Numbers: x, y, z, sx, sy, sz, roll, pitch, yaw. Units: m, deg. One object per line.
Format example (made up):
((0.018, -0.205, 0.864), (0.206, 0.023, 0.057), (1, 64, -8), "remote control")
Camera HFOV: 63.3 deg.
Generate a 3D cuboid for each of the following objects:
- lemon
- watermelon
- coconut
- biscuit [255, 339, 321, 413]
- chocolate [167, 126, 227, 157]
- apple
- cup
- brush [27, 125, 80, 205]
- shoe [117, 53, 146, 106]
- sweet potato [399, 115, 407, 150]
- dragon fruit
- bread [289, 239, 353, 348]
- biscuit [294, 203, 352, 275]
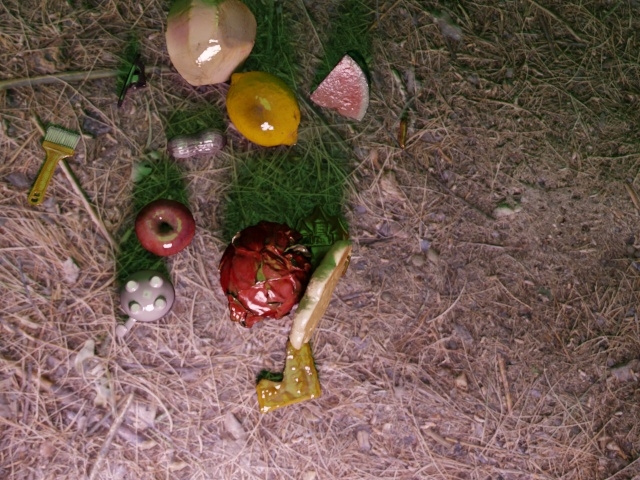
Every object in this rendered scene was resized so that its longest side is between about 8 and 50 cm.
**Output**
((-0.156, -0.364, 1.443), (0.256, 0.188, 0.188), (45, 73, -9), "lemon")
((0.080, -0.459, 1.543), (0.202, 0.207, 0.136), (-44, 67, -1), "watermelon")
((-0.306, -0.551, 1.415), (0.259, 0.259, 0.259), (2, 81, -14), "coconut")
((-0.097, 0.369, 1.419), (0.183, 0.039, 0.174), (-16, 87, -18), "biscuit")
((-0.341, -0.271, 1.441), (0.167, 0.072, 0.072), (-14, 85, -14), "chocolate")
((-0.406, -0.034, 1.361), (0.153, 0.120, 0.153), (2, 78, -9), "apple")
((-0.454, 0.148, 1.306), (0.173, 0.142, 0.134), (-26, 89, -17), "cup")
((-0.710, -0.192, 1.362), (0.083, 0.010, 0.218), (19, 78, -12), "brush")
((-0.510, -0.431, 1.429), (0.053, 0.062, 0.159), (24, 75, -23), "shoe")
((0.260, -0.340, 1.635), (0.026, 0.026, 0.115), (8, 82, -13), "sweet potato")
((-0.147, 0.089, 1.349), (0.244, 0.244, 0.298), (26, 92, -10), "dragon fruit")
((-0.001, 0.136, 1.351), (0.054, 0.316, 0.316), (26, 75, 8), "bread")
((0.001, 0.000, 1.506), (0.182, 0.034, 0.215), (-3, 82, -16), "biscuit")
